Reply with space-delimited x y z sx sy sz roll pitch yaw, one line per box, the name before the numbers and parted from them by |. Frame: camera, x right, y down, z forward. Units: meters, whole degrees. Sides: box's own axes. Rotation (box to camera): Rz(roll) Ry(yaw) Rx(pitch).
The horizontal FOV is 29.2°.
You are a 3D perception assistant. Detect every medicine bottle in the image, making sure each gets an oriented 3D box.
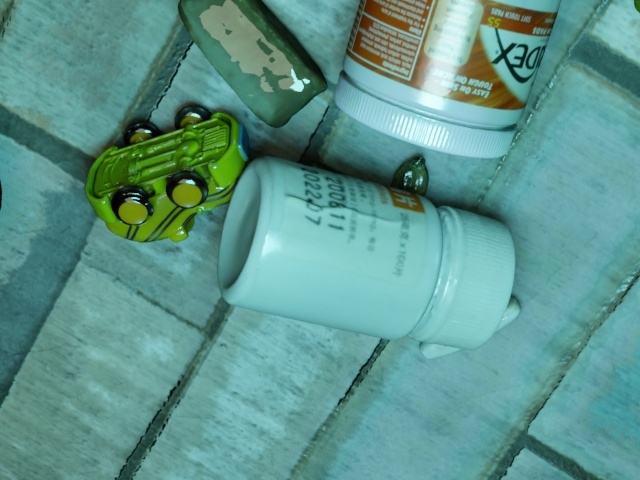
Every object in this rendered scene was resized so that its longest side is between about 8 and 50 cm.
medicine bottle | 0.062 0.023 1.683 0.371 0.211 0.211 13 110 -19
medicine bottle | 0.167 -0.262 1.615 0.252 0.252 0.241 19 109 4

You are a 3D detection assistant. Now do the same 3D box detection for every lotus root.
lotus root | 0.129 -0.079 1.781 0.054 0.049 0.099 12 109 -16

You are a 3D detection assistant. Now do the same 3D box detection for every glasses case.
glasses case | 0.221 0.130 1.821 0.164 0.063 0.041 -27 99 16

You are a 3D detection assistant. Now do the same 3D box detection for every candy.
candy | -0.099 -0.275 1.737 0.104 0.102 0.234 -40 98 18

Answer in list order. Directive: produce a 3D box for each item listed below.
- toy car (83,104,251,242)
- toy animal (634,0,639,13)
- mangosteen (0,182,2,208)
toy car | -0.209 -0.081 1.780 0.247 0.200 0.142 -15 126 14
toy animal | 0.425 -0.410 1.583 0.363 0.180 0.181 33 90 43
mangosteen | -0.610 -0.059 1.796 0.288 0.288 0.288 3 107 9
